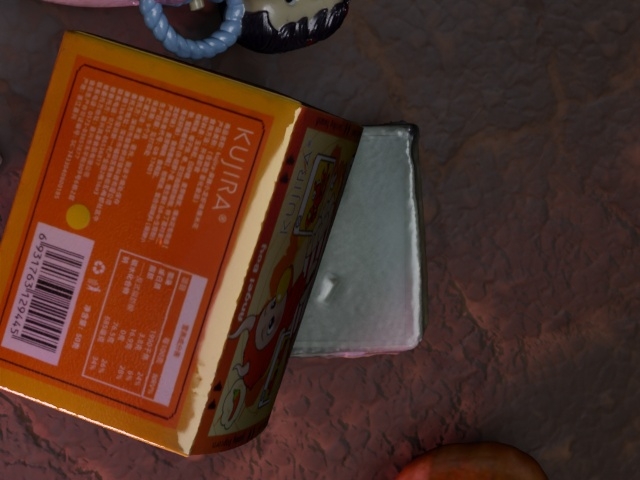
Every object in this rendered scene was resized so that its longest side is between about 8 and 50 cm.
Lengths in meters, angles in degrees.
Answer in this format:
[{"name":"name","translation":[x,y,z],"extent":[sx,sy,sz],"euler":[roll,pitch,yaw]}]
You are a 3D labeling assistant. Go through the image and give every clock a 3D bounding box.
[{"name":"clock","translation":[-0.069,-0.240,1.299],"extent":[0.194,0.100,0.195],"euler":[-22,110,-26]}]

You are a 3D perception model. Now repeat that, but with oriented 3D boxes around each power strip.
[{"name":"power strip","translation":[0.000,0.000,1.458],"extent":[0.198,0.064,0.213],"euler":[0,91,9]}]

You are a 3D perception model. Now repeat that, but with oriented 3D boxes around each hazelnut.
[{"name":"hazelnut","translation":[0.140,0.277,1.479],"extent":[0.182,0.182,0.182],"euler":[-1,97,-11]}]

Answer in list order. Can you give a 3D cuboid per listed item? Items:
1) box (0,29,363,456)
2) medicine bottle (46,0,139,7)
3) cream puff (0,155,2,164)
[{"name":"box","translation":[-0.113,0.002,1.316],"extent":[0.214,0.259,0.283],"euler":[19,94,12]},{"name":"medicine bottle","translation":[-0.199,-0.268,1.349],"extent":[0.147,0.147,0.143],"euler":[4,98,-12]},{"name":"cream puff","translation":[-0.349,-0.065,1.363],"extent":[0.146,0.116,0.146],"euler":[-1,96,-8]}]
